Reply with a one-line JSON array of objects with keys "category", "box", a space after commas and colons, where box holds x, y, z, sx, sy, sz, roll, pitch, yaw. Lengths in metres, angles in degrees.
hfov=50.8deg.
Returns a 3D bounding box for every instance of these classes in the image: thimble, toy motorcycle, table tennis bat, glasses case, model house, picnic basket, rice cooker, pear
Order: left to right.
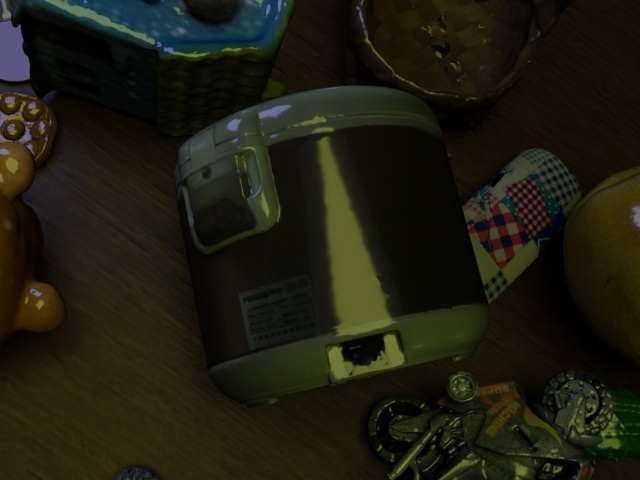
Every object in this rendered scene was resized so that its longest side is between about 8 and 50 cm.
[{"category": "table tennis bat", "box": [-0.411, -0.280, 0.894, 0.087, 0.013, 0.156, -15, 81, -15]}, {"category": "model house", "box": [-0.176, -0.255, 0.828, 0.303, 0.237, 0.215, 18, 73, -10]}, {"category": "rice cooker", "box": [0.000, 0.000, 0.758, 0.335, 0.335, 0.325, -9, 79, -16]}, {"category": "picnic basket", "box": [0.190, -0.346, 0.897, 0.293, 0.337, 0.337, 14, 72, -10]}, {"category": "toy motorcycle", "box": [0.208, 0.253, 0.818, 0.307, 0.108, 0.173, -11, 60, 7]}, {"category": "glasses case", "box": [0.241, -0.005, 0.942, 0.327, 0.076, 0.125, -40, 89, -19]}, {"category": "thimble", "box": [0.366, 0.242, 0.887, 0.130, 0.118, 0.090, 18, 65, -37]}, {"category": "pear", "box": [0.472, 0.035, 0.871, 0.315, 0.314, 0.314, 3, 74, -13]}]

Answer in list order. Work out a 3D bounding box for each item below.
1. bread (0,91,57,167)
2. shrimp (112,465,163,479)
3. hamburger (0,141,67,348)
[{"category": "bread", "box": [-0.388, -0.139, 0.853, 0.110, 0.024, 0.110, 3, 74, -12]}, {"category": "shrimp", "box": [-0.183, 0.332, 0.760, 0.065, 0.056, 0.165, -14, 69, -32]}, {"category": "hamburger", "box": [-0.399, 0.009, 0.689, 0.237, 0.276, 0.276, -13, 79, -19]}]
